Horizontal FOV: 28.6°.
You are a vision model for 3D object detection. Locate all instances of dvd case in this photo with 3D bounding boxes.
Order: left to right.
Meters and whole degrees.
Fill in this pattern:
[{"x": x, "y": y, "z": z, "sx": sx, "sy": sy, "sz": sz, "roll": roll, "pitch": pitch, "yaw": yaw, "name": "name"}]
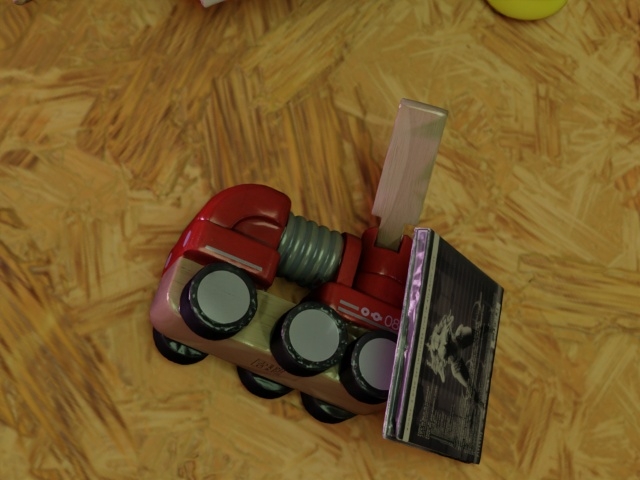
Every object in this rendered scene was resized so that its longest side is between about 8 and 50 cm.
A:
[{"x": 0.107, "y": 0.096, "z": 1.046, "sx": 0.018, "sy": 0.221, "sz": 0.165, "roll": 5, "pitch": 78, "yaw": 24, "name": "dvd case"}]

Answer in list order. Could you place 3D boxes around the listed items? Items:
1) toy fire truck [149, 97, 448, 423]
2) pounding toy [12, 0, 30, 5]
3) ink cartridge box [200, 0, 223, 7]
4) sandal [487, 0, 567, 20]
[{"x": 0.000, "y": 0.000, "z": 1.051, "sx": 0.217, "sy": 0.158, "sz": 0.246, "roll": 24, "pitch": 64, "yaw": -13, "name": "toy fire truck"}, {"x": -0.232, "y": -0.266, "z": 1.027, "sx": 0.141, "sy": 0.100, "sz": 0.130, "roll": -38, "pitch": 94, "yaw": -19, "name": "pounding toy"}, {"x": 0.009, "y": -0.346, "z": 1.007, "sx": 0.306, "sy": 0.226, "sz": 0.131, "roll": -22, "pitch": 57, "yaw": -5, "name": "ink cartridge box"}, {"x": 0.196, "y": -0.375, "z": 1.164, "sx": 0.126, "sy": 0.138, "sz": 0.317, "roll": -13, "pitch": 85, "yaw": -17, "name": "sandal"}]
